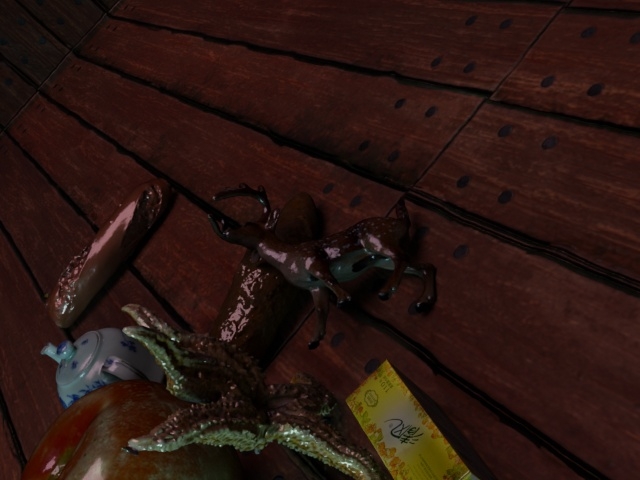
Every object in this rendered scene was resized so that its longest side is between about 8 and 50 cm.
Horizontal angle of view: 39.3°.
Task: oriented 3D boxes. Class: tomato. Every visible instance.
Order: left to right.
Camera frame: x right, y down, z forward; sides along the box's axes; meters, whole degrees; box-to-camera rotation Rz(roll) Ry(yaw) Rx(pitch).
[{"bbox_3d":[-0.198,0.289,0.938,0.270,0.222,0.270,-43,21,21],"label":"tomato"}]

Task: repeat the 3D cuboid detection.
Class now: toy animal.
[{"bbox_3d":[-0.001,0.016,1.080,0.243,0.087,0.260,-8,38,-12],"label":"toy animal"}]

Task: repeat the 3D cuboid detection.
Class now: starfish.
[{"bbox_3d":[-0.081,0.169,0.878,0.084,0.293,0.301,-55,31,12],"label":"starfish"}]

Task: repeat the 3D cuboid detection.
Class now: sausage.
[{"bbox_3d":[-0.381,0.015,1.614,0.327,0.079,0.087,-52,6,-9],"label":"sausage"}]

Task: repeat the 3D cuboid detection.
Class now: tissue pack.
[{"bbox_3d":[0.099,0.195,0.808,0.062,0.095,0.176,-46,32,3],"label":"tissue pack"}]

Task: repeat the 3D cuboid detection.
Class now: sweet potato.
[{"bbox_3d":[-0.074,0.057,1.179,0.114,0.092,0.341,-26,32,59],"label":"sweet potato"}]

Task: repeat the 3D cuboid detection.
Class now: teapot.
[{"bbox_3d":[-0.309,0.187,1.263,0.232,0.159,0.159,-1,53,50],"label":"teapot"}]
